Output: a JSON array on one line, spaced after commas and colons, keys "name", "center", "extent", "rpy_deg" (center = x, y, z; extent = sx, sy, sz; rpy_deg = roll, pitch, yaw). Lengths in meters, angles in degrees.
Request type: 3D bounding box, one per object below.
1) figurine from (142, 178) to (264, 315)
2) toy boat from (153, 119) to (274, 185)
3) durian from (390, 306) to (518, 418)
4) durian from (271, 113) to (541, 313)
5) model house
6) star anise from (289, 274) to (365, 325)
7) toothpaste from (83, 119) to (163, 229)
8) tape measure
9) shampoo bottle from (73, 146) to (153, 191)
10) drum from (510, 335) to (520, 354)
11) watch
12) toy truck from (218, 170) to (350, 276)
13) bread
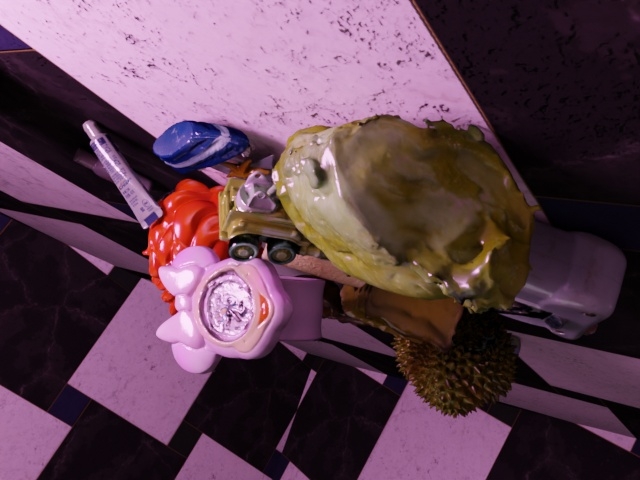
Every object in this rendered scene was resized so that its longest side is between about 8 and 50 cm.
[{"name": "figurine", "center": [-0.250, 0.024, 1.405], "extent": [0.241, 0.306, 0.412], "rpy_deg": [-5, -172, -20]}, {"name": "toy boat", "center": [-0.118, -0.122, 1.115], "extent": [0.291, 0.066, 0.221], "rpy_deg": [15, 168, -40]}, {"name": "durian", "center": [0.299, 0.252, 1.487], "extent": [0.291, 0.291, 0.224], "rpy_deg": [24, 149, -13]}, {"name": "durian", "center": [0.082, -0.050, 0.826], "extent": [0.256, 0.204, 0.340], "rpy_deg": [41, 168, -20]}, {"name": "model house", "center": [0.150, 0.114, 1.338], "extent": [0.194, 0.174, 0.234], "rpy_deg": [23, 162, -13]}, {"name": "star anise", "center": [0.035, 0.159, 1.814], "extent": [0.350, 0.108, 0.292], "rpy_deg": [10, 159, -2]}, {"name": "toothpaste", "center": [-0.358, -0.122, 1.225], "extent": [0.062, 0.037, 0.216], "rpy_deg": [-34, 90, 35]}, {"name": "tape measure", "center": [0.322, 0.064, 1.022], "extent": [0.246, 0.125, 0.243], "rpy_deg": [16, 165, 12]}, {"name": "shampoo bottle", "center": [-0.439, -0.145, 1.450], "extent": [0.165, 0.040, 0.080], "rpy_deg": [29, 165, -29]}, {"name": "drum", "center": [0.401, 0.234, 1.698], "extent": [0.253, 0.049, 0.130], "rpy_deg": [30, 163, -36]}, {"name": "watch", "center": [-0.119, 0.121, 1.167], "extent": [0.249, 0.210, 0.217], "rpy_deg": [1, 176, 28]}, {"name": "toy truck", "center": [-0.020, -0.038, 1.073], "extent": [0.260, 0.128, 0.135], "rpy_deg": [13, 135, -22]}, {"name": "bread", "center": [0.001, 0.000, 1.196], "extent": [0.189, 0.125, 0.068], "rpy_deg": [19, 134, -11]}]
